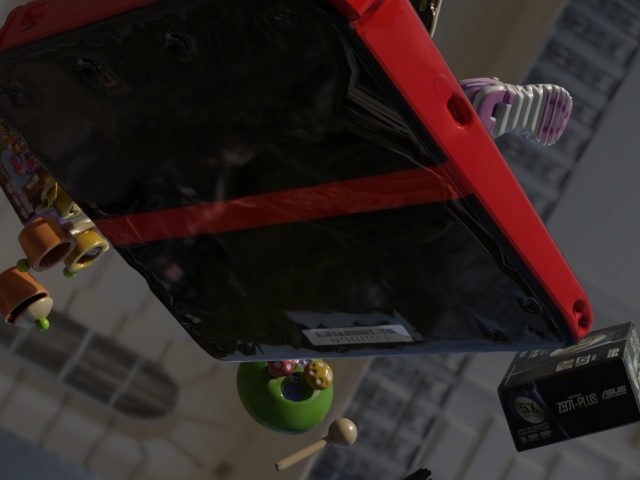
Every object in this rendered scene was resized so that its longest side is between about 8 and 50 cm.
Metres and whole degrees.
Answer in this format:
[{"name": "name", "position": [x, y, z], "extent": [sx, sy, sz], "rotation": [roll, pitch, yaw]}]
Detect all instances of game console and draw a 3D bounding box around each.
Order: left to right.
[{"name": "game console", "position": [-0.038, -0.046, 1.042], "extent": [0.386, 0.342, 0.060], "rotation": [-6, -139, 46]}]

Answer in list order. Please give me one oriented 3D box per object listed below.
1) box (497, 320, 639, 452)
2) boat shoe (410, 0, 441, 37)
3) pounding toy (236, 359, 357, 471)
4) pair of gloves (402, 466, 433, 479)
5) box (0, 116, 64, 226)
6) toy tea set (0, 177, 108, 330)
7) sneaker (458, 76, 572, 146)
[{"name": "box", "position": [0.293, 0.164, 1.715], "extent": [0.147, 0.078, 0.180], "rotation": [-17, -175, 18]}, {"name": "boat shoe", "position": [0.155, -0.347, 2.379], "extent": [0.072, 0.068, 0.190], "rotation": [78, 37, -77]}, {"name": "pounding toy", "position": [-0.036, 0.263, 2.645], "extent": [0.237, 0.183, 0.110], "rotation": [64, -32, 18]}, {"name": "pair of gloves", "position": [0.136, 0.348, 1.998], "extent": [0.074, 0.010, 0.083], "rotation": [-45, -121, 30]}, {"name": "box", "position": [-0.458, -0.161, 2.507], "extent": [0.201, 0.057, 0.293], "rotation": [-43, -133, 4]}, {"name": "toy tea set", "position": [-0.330, 0.016, 2.108], "extent": [0.200, 0.124, 0.336], "rotation": [-24, 160, -47]}, {"name": "sneaker", "position": [0.278, -0.201, 2.233], "extent": [0.104, 0.236, 0.095], "rotation": [27, -72, 43]}]
